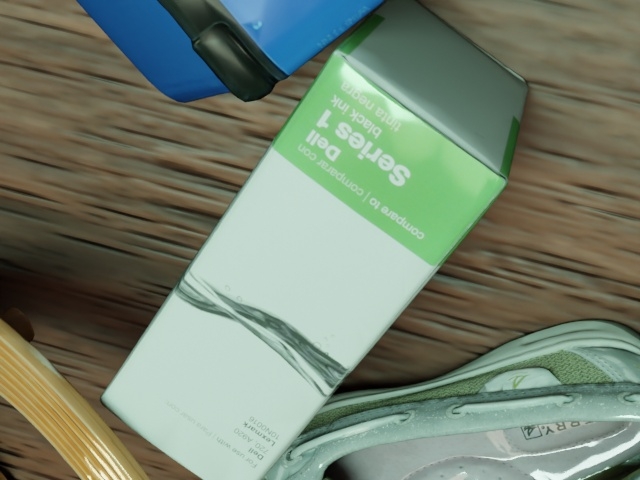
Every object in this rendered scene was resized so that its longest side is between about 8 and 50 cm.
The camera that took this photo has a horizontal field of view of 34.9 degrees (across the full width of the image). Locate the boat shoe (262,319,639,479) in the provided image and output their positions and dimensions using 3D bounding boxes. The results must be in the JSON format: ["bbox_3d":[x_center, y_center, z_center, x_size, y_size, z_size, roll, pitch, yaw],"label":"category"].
[{"bbox_3d":[0.049,0.145,0.576,0.320,0.103,0.118,-23,98,12],"label":"boat shoe"}]

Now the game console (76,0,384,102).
[{"bbox_3d":[-0.082,-0.216,0.433,0.250,0.173,0.293,-36,109,17],"label":"game console"}]

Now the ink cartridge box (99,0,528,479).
[{"bbox_3d":[0.000,0.000,0.514,0.093,0.160,0.219,36,116,-2],"label":"ink cartridge box"}]

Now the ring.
[{"bbox_3d":[-0.153,0.162,0.610,0.337,0.032,0.336,30,139,29],"label":"ring"}]
